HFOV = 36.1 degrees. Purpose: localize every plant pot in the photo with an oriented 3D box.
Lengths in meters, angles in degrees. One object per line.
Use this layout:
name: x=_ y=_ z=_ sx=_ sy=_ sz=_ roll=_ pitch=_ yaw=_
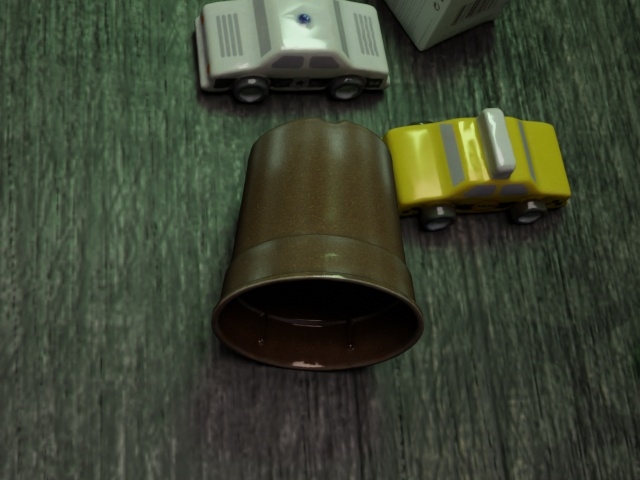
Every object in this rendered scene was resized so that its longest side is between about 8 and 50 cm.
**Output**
plant pot: x=0.000 y=0.000 z=0.810 sx=0.167 sy=0.167 sz=0.165 roll=8 pitch=58 yaw=-10

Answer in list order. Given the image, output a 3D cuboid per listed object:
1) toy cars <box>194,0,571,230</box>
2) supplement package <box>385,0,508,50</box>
toy cars: x=0.066 y=-0.134 z=0.915 sx=0.394 sy=0.087 sz=0.176 roll=34 pitch=64 yaw=2
supplement package: x=0.107 y=-0.302 z=0.986 sx=0.105 sy=0.105 sz=0.179 roll=-27 pitch=76 yaw=-21
